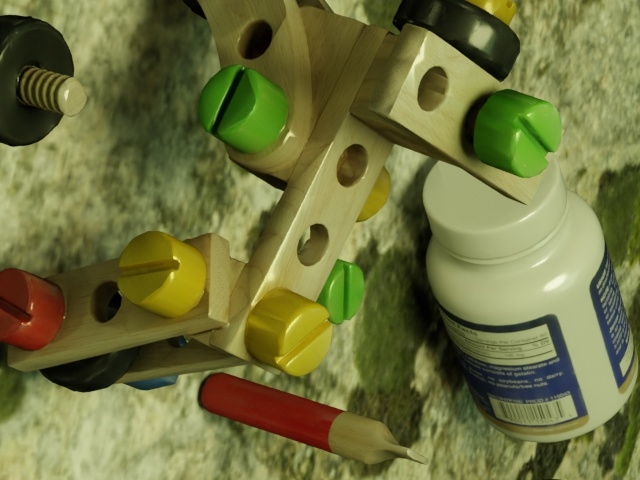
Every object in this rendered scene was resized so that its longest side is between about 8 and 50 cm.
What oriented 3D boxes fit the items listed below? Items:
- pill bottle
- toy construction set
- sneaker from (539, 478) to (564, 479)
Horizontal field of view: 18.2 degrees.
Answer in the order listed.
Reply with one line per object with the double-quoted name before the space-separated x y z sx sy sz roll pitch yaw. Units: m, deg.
"pill bottle" 0.127 0.028 1.241 0.112 0.112 0.187 -52 140 -29
"toy construction set" 0.000 0.000 0.941 0.257 0.237 0.309 -53 141 -28
"sneaker" 0.127 0.208 1.346 0.283 0.107 0.124 48 49 -55
